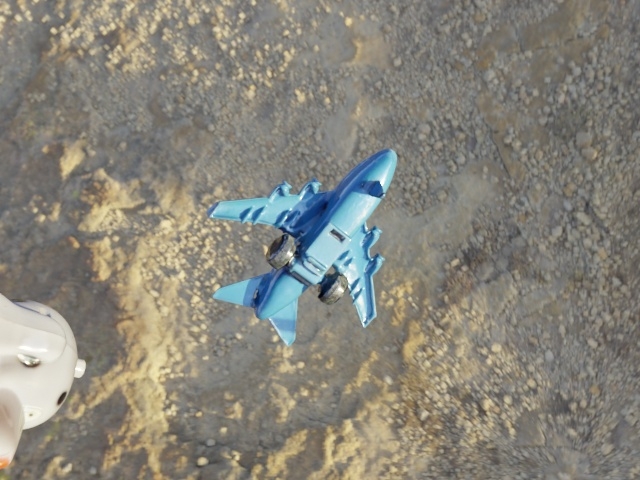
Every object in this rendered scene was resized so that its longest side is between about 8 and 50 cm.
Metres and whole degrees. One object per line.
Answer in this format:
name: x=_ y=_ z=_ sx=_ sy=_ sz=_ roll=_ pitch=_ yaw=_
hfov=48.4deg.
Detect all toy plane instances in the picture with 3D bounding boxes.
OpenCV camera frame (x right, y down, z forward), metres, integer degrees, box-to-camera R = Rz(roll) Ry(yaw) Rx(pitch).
toy plane: x=0.000 y=0.000 z=0.855 sx=0.271 sy=0.254 sz=0.105 roll=-48 pitch=21 yaw=15

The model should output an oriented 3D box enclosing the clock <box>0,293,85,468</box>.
clock: x=-0.328 y=0.098 z=0.614 sx=0.189 sy=0.254 sz=0.189 roll=-32 pitch=44 yaw=37
